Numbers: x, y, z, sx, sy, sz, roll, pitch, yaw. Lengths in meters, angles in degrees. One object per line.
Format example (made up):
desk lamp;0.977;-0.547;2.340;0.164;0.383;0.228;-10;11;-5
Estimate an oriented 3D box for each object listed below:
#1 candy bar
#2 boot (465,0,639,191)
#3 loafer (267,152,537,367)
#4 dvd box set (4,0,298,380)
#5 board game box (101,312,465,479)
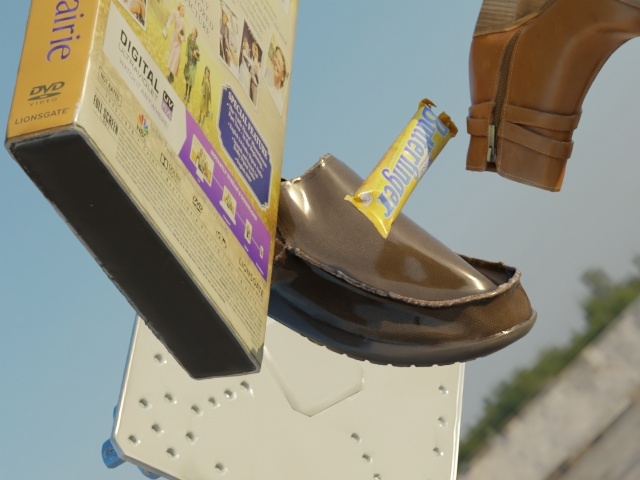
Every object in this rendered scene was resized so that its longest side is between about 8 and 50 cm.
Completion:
candy bar;0.060;-0.054;1.438;0.018;0.040;0.161;-45;5;40
boot;0.174;-0.109;1.398;0.197;0.073;0.152;14;96;59
loafer;0.000;0.000;1.602;0.134;0.366;0.130;-37;-41;-61
dvd box set;-0.106;-0.154;1.451;0.062;0.420;0.307;-9;-36;19
board game box;-0.024;0.127;2.027;0.050;0.390;0.390;-37;34;44
